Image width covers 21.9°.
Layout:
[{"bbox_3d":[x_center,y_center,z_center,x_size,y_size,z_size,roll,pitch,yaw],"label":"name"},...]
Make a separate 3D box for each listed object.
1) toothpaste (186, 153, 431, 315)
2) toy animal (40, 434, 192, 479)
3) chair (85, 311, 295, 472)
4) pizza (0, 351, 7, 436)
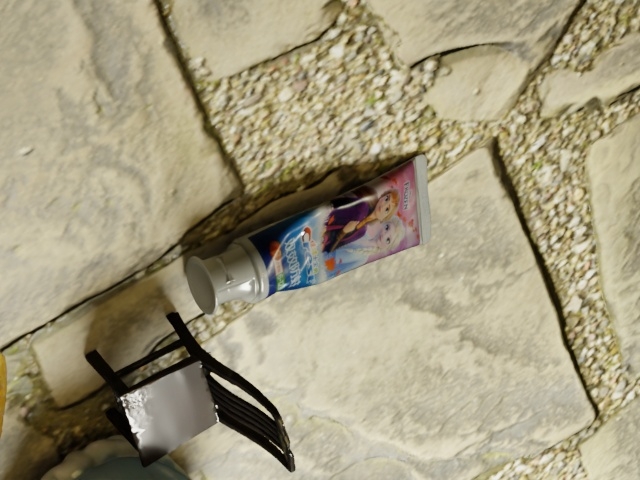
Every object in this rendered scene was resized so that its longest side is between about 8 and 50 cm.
[{"bbox_3d":[0.000,0.000,1.563,0.266,0.061,0.096,-21,122,-29],"label":"toothpaste"},{"bbox_3d":[-0.167,0.284,1.506,0.208,0.204,0.156,-33,130,-24],"label":"toy animal"},{"bbox_3d":[-0.115,0.155,1.461,0.101,0.212,0.084,-27,125,-18],"label":"chair"},{"bbox_3d":[-0.381,0.165,1.397,0.251,0.074,0.288,-49,130,-4],"label":"pizza"}]
